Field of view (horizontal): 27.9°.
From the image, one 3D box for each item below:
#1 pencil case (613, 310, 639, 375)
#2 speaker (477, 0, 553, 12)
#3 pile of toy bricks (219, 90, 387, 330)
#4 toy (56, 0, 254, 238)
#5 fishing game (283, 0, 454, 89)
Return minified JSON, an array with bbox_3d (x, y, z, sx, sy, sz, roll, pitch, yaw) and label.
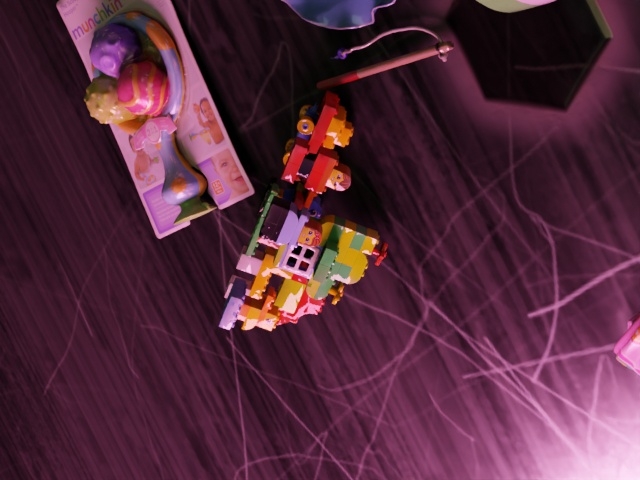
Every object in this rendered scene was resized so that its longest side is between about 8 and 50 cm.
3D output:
[{"bbox_3d":[0.321,0.125,0.807,0.284,0.124,0.124,44,131,13],"label":"pencil case"},{"bbox_3d":[0.196,-0.246,0.733,0.296,0.131,0.131,-29,90,43],"label":"speaker"},{"bbox_3d":[0.000,0.000,1.035,0.105,0.118,0.212,20,117,-7],"label":"pile of toy bricks"},{"bbox_3d":[-0.161,-0.123,1.129,0.137,0.056,0.237,-23,94,42],"label":"toy"},{"bbox_3d":[0.002,-0.243,0.952,0.189,0.041,0.264,-10,104,42],"label":"fishing game"}]
